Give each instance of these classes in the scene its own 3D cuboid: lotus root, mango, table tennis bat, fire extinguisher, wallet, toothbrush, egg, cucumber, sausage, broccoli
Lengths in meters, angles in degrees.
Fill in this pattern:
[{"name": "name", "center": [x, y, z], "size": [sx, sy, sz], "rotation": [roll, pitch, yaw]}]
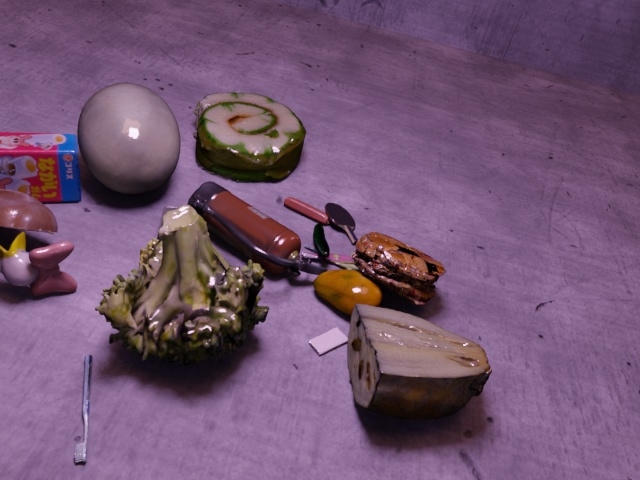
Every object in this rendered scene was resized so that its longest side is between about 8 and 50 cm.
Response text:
[{"name": "lotus root", "center": [0.199, 0.260, 1.172], "size": [0.260, 0.149, 0.267], "rotation": [10, 20, -12]}, {"name": "mango", "center": [0.067, 0.116, 1.345], "size": [0.163, 0.089, 0.111], "rotation": [32, 40, 31]}, {"name": "table tennis bat", "center": [0.065, -0.049, 1.589], "size": [0.095, 0.014, 0.158], "rotation": [9, 40, -41]}, {"name": "fire extinguisher", "center": [-0.173, -0.005, 1.385], "size": [0.376, 0.113, 0.200], "rotation": [31, 30, 20]}, {"name": "wallet", "center": [0.018, 0.221, 1.261], "size": [0.083, 0.011, 0.044], "rotation": [-20, 49, -35]}, {"name": "toothbrush", "center": [-0.422, 0.295, 1.028], "size": [0.019, 0.016, 0.219], "rotation": [-7, 43, -12]}, {"name": "egg", "center": [-0.497, -0.268, 1.503], "size": [0.258, 0.258, 0.352], "rotation": [0, 38, -18]}, {"name": "cucumber", "center": [0.000, 0.000, 1.490], "size": [0.036, 0.033, 0.184], "rotation": [-16, 30, 2]}, {"name": "sausage", "center": [-0.037, -0.083, 1.602], "size": [0.147, 0.035, 0.030], "rotation": [25, 16, 14]}, {"name": "broccoli", "center": [-0.249, 0.070, 1.139], "size": [0.293, 0.281, 0.348], "rotation": [2, 40, 4]}]

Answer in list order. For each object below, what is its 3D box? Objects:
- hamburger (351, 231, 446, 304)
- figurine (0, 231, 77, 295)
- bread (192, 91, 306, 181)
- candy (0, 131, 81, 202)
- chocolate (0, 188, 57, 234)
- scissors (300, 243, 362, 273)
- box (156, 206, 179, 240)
[{"name": "hamburger", "center": [0.184, 0.059, 1.380], "size": [0.231, 0.106, 0.231], "rotation": [25, 16, -8]}, {"name": "figurine", "center": [-0.708, 0.063, 1.116], "size": [0.421, 0.154, 0.193], "rotation": [-15, 51, -30]}, {"name": "bread", "center": [-0.236, -0.330, 1.764], "size": [0.382, 0.129, 0.366], "rotation": [28, 41, 18]}, {"name": "candy", "center": [-0.746, -0.175, 1.389], "size": [0.306, 0.157, 0.100], "rotation": [-3, 41, -20]}, {"name": "chocolate", "center": [-0.711, -0.074, 1.256], "size": [0.261, 0.083, 0.161], "rotation": [10, 0, 12]}, {"name": "scissors", "center": [0.043, 0.049, 1.472], "size": [0.187, 0.020, 0.133], "rotation": [16, 32, 2]}, {"name": "box", "center": [-0.354, -0.025, 1.399], "size": [0.084, 0.069, 0.122], "rotation": [6, 39, -11]}]
